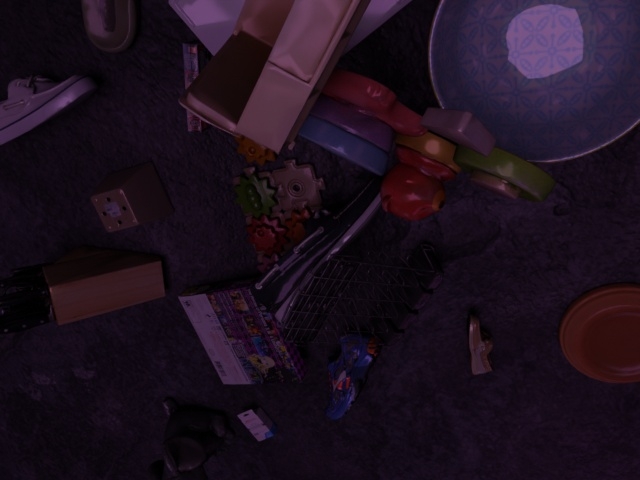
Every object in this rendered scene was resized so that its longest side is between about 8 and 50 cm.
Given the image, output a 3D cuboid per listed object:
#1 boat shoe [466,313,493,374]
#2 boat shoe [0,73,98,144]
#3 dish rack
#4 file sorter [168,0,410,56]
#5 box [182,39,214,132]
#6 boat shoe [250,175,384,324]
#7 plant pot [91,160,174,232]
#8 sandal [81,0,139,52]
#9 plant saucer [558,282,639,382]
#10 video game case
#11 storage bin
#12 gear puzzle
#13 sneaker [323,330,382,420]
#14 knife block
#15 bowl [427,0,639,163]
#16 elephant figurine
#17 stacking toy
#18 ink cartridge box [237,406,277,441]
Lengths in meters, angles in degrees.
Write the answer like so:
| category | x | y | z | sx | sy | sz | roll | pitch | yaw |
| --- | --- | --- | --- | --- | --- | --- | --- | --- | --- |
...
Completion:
| category | x | y | z | sx | sy | sz | roll | pitch | yaw |
| --- | --- | --- | --- | --- | --- | --- | --- | --- | --- |
| boat shoe | 0.293 | 0.189 | 0.999 | 0.045 | 0.050 | 0.136 | -6 | 124 | 15 |
| boat shoe | -0.520 | -0.255 | 0.989 | 0.267 | 0.096 | 0.088 | -14 | 115 | 30 |
| dish rack | 0.066 | 0.095 | 0.916 | 0.271 | 0.074 | 0.208 | 7 | 124 | -33 |
| file sorter | -0.020 | -0.350 | 0.743 | 0.277 | 0.173 | 0.193 | -32 | 112 | 27 |
| box | -0.189 | -0.255 | 0.890 | 0.027 | 0.094 | 0.137 | 9 | 117 | 11 |
| boat shoe | 0.000 | 0.000 | 0.917 | 0.091 | 0.114 | 0.303 | 40 | 88 | 9 |
| plant pot | -0.361 | -0.072 | 1.027 | 0.108 | 0.096 | 0.109 | -12 | 112 | 21 |
| sandal | -0.348 | -0.447 | 0.845 | 0.120 | 0.086 | 0.303 | 5 | 116 | 13 |
| plant saucer | 0.514 | 0.167 | 0.930 | 0.199 | 0.037 | 0.200 | 6 | 116 | 13 |
| video game case | -0.158 | 0.190 | 1.111 | 0.210 | 0.042 | 0.232 | -11 | 112 | 31 |
| storage bin | -0.015 | -0.259 | 0.544 | 0.123 | 0.260 | 0.262 | 26 | 124 | -11 |
| gear puzzle | -0.070 | -0.056 | 0.982 | 0.175 | 0.044 | 0.339 | -7 | 113 | 19 |
| sneaker | 0.050 | 0.266 | 1.096 | 0.087 | 0.083 | 0.221 | 28 | 115 | 16 |
| knife block | -0.478 | 0.105 | 1.062 | 0.275 | 0.242 | 0.088 | 7 | 118 | 12 |
| bowl | 0.293 | -0.260 | 0.716 | 0.289 | 0.156 | 0.290 | 6 | 116 | 13 |
| elephant figurine | -0.298 | 0.494 | 1.202 | 0.185 | 0.239 | 0.170 | -3 | 115 | 17 |
| stacking toy | 0.126 | -0.088 | 0.715 | 0.308 | 0.279 | 0.131 | 20 | 100 | -43 |
| ink cartridge box | -0.144 | 0.411 | 1.239 | 0.048 | 0.028 | 0.083 | -29 | 105 | 26 |
